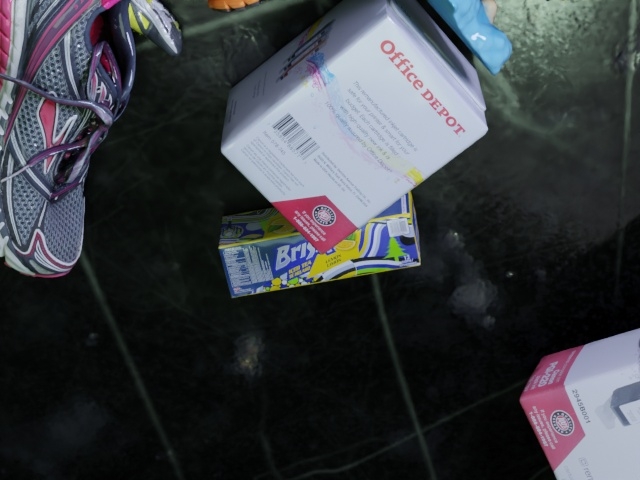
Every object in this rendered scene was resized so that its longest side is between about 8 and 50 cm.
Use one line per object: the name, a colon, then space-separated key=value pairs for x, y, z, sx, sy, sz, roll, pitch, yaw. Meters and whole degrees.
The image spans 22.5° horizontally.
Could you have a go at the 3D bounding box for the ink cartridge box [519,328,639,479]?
ink cartridge box: x=0.309 y=0.158 z=1.408 sx=0.218 sy=0.092 sz=0.158 roll=-21 pitch=102 yaw=28

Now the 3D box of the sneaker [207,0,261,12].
sneaker: x=-0.002 y=-0.254 z=1.249 sx=0.221 sy=0.083 sz=0.087 roll=-23 pitch=107 yaw=9

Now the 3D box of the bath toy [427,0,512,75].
bath toy: x=0.222 y=-0.281 z=1.198 sx=0.348 sy=0.151 sz=0.129 roll=-41 pitch=88 yaw=13

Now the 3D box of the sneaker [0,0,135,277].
sneaker: x=-0.210 y=-0.100 z=1.297 sx=0.112 sy=0.121 sz=0.299 roll=16 pitch=120 yaw=15

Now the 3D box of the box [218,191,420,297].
box: x=0.000 y=0.000 z=1.395 sx=0.169 sy=0.059 sz=0.054 roll=-9 pitch=119 yaw=6

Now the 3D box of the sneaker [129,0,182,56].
sneaker: x=-0.146 y=-0.182 z=1.320 sx=0.035 sy=0.031 sz=0.083 roll=-32 pitch=105 yaw=24

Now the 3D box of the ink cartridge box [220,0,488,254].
ink cartridge box: x=0.028 y=-0.106 z=1.298 sx=0.176 sy=0.127 sz=0.128 roll=-36 pitch=111 yaw=19
